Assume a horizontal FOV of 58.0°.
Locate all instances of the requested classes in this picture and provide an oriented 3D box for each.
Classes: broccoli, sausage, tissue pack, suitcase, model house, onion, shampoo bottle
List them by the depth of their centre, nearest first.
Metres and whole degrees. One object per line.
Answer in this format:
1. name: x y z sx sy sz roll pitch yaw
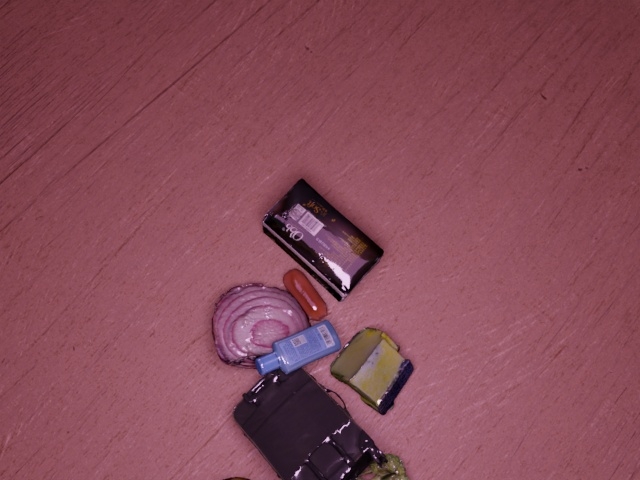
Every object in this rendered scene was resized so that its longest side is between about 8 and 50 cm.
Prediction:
1. broccoli: 0.151 0.735 1.651 0.254 0.186 0.302 -40 82 -2
2. suitcase: -0.038 0.558 1.664 0.283 0.194 0.434 -43 59 -13
3. shampoo bottle: -0.069 0.324 1.700 0.258 0.061 0.104 -19 69 -26
4. model house: 0.177 0.406 1.789 0.211 0.170 0.194 44 70 -17
5. onion: -0.187 0.277 1.817 0.314 0.146 0.280 -5 52 -16
6. tissue pack: 0.000 0.000 1.847 0.370 0.198 0.210 43 84 8
7. sausage: -0.050 0.175 1.873 0.077 0.077 0.194 -35 75 -8

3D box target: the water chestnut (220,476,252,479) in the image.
1. water chestnut: -0.275 0.838 1.594 0.335 0.347 0.335 25 39 -22
